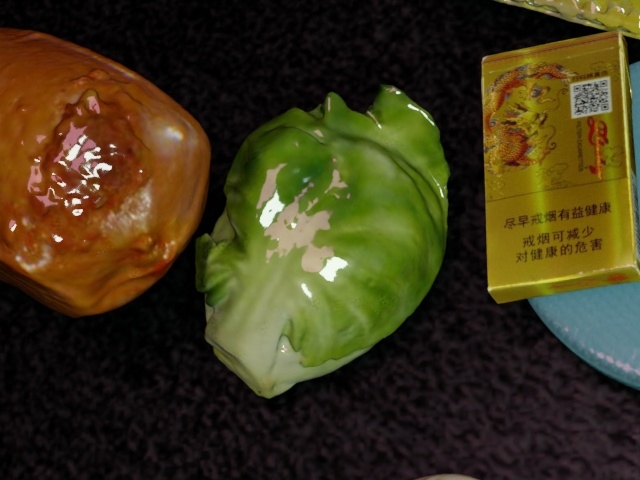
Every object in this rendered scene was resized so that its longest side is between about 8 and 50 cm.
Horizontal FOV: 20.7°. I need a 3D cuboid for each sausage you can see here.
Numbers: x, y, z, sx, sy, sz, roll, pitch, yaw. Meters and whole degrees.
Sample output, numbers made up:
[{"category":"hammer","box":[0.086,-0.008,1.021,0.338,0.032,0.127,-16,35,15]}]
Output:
[{"category":"sausage","box":[-0.184,-0.049,1.074,0.268,0.153,0.141,19,72,40]}]

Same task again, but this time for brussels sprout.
[{"category":"brussels sprout","box":[-0.001,0.000,1.026,0.139,0.100,0.181,29,72,15]}]

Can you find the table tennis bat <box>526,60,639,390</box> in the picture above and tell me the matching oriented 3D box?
[{"category":"table tennis bat","box":[0.256,-0.003,0.957,0.329,0.044,0.215,14,70,29]}]

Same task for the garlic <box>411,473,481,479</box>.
[{"category":"garlic","box":[0.044,0.169,0.937,0.152,0.066,0.084,-15,63,11]}]

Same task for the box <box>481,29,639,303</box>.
[{"category":"box","box":[0.136,-0.043,0.999,0.089,0.022,0.156,-11,60,19]}]

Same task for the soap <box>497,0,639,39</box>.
[{"category":"soap","box":[0.186,-0.194,1.041,0.233,0.076,0.135,20,61,31]}]
